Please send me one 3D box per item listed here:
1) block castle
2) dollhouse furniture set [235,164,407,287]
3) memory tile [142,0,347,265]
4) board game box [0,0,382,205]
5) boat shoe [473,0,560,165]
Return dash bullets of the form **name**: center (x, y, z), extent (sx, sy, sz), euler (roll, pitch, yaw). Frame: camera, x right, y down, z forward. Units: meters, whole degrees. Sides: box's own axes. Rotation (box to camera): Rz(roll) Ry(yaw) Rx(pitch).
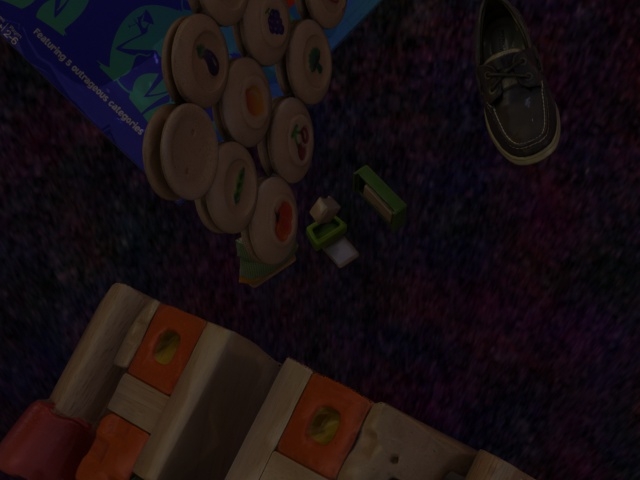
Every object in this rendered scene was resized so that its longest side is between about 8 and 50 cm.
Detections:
- **block castle**: center (0.009, 0.215, 1.046), extent (0.453, 0.303, 0.213), euler (21, 81, 47)
- **dollhouse furniture set**: center (0.000, 0.000, 1.411), extent (0.151, 0.076, 0.058), euler (-34, 66, -18)
- **memory tile**: center (-0.026, -0.072, 0.643), extent (0.012, 0.113, 0.148), euler (1, 69, 29)
- **board game box**: center (-0.055, -0.147, 0.804), extent (0.160, 0.047, 0.210), euler (43, 104, -7)
- **boat shoe**: center (0.202, -0.177, 1.711), extent (0.080, 0.073, 0.223), euler (-19, 47, 14)
